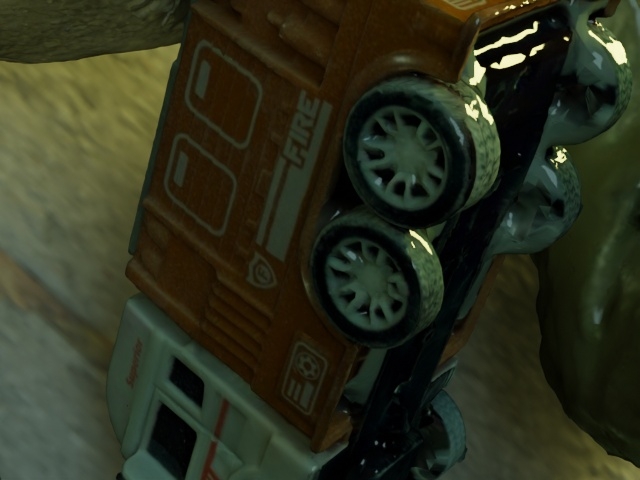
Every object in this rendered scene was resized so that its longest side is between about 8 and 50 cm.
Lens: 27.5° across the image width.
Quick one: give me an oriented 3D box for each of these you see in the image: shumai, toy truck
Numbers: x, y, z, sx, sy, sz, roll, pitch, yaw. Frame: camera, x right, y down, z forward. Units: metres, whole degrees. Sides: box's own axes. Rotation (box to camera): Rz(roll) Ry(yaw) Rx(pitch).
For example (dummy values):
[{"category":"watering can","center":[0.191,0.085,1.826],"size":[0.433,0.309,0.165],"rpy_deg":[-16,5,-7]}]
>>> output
[{"category":"shumai","center":[0.162,-0.047,0.722],"size":[0.330,0.288,0.292],"rpy_deg":[-15,116,-55]},{"category":"toy truck","center":[0.000,0.000,0.566],"size":[0.162,0.305,0.136],"rpy_deg":[35,37,23]}]

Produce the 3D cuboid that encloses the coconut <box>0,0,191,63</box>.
[{"category":"coconut","center":[-0.136,-0.196,0.584],"size":[0.245,0.247,0.245],"rpy_deg":[-5,96,-51]}]
